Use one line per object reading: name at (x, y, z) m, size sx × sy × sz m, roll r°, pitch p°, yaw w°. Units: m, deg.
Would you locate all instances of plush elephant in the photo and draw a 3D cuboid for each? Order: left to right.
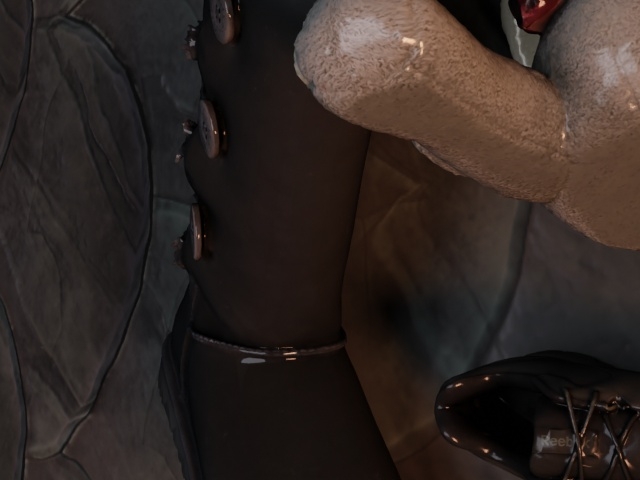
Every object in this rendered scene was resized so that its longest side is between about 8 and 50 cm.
plush elephant at (0.180, -0.141, 0.667) m, size 0.271 × 0.330 × 0.255 m, roll -25°, pitch 47°, yaw 27°

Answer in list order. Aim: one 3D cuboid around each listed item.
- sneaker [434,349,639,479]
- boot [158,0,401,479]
sneaker at (0.192, 0.123, 0.707) m, size 0.286 × 0.130 × 0.109 m, roll -1°, pitch 85°, yaw 43°
boot at (-0.001, -0.001, 0.787) m, size 0.367 × 0.146 × 0.445 m, roll 49°, pitch 135°, yaw 47°
